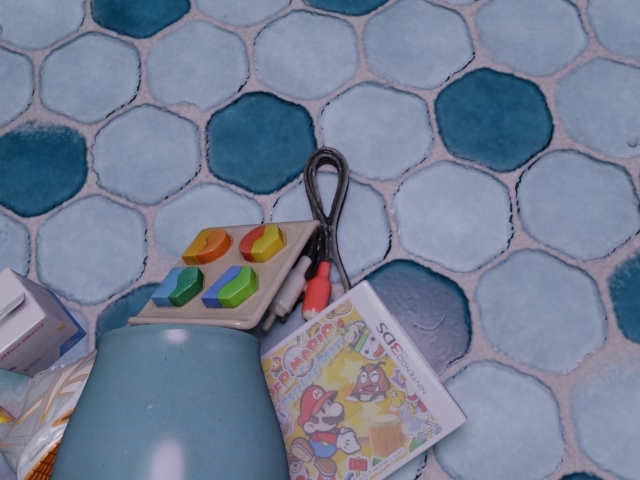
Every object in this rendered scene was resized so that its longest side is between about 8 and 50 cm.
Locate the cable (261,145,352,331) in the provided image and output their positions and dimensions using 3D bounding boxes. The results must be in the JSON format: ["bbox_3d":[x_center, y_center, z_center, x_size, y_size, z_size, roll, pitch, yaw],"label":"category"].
[{"bbox_3d":[0.000,0.000,0.913,0.139,0.072,0.287,16,74,14],"label":"cable"}]

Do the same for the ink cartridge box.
[{"bbox_3d":[-0.392,0.107,0.873,0.092,0.143,0.090,-42,73,-10],"label":"ink cartridge box"}]

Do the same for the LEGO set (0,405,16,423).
[{"bbox_3d":[-0.533,0.298,0.837,0.286,0.107,0.132,-16,70,-1],"label":"LEGO set"}]

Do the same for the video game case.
[{"bbox_3d":[0.026,0.197,0.822,0.227,0.026,0.206,-37,81,8],"label":"video game case"}]

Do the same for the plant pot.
[{"bbox_3d":[-0.158,0.231,0.728,0.271,0.272,0.255,-3,70,4],"label":"plant pot"}]

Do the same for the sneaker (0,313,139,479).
[{"bbox_3d":[-0.310,0.181,0.856,0.121,0.099,0.262,30,69,28],"label":"sneaker"}]

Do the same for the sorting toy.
[{"bbox_3d":[-0.121,0.034,0.843,0.193,0.038,0.208,-3,35,33],"label":"sorting toy"}]
